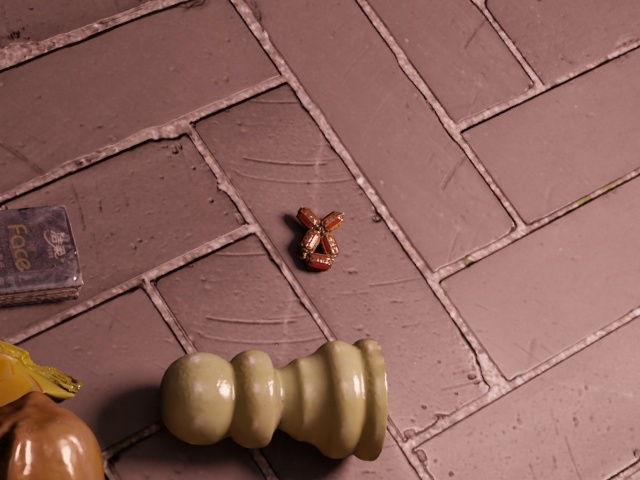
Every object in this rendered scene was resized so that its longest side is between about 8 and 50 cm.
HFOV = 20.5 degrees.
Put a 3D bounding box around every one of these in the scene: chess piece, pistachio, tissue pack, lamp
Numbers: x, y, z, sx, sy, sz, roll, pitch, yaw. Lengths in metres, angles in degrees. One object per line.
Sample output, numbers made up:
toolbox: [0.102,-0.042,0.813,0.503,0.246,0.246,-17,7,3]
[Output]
chess piece: [-0.061,0.181,2.031,0.251,0.144,0.144,2,62,-12]
pistachio: [-0.299,0.290,1.814,0.163,0.213,0.260,4,99,11]
tissue pack: [-0.362,0.020,2.046,0.156,0.051,0.112,-6,63,-23]
lamp: [0.000,0.000,2.206,0.063,0.031,0.083,6,64,-16]

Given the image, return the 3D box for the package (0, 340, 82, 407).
package: [-0.383,0.189,1.920,0.168,0.090,0.226,33,61,1]
